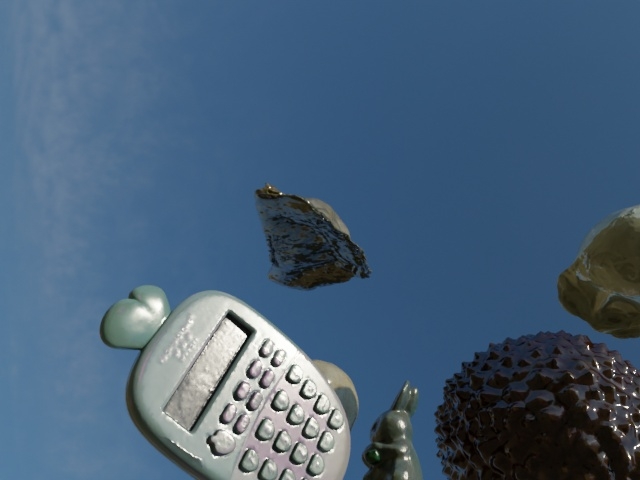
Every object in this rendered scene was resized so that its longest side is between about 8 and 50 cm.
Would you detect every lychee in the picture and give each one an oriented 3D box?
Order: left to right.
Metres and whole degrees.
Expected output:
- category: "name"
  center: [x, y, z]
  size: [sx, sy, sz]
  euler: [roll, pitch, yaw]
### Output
- category: "lychee"
  center: [0.256, 0.222, 0.717]
  size: [0.267, 0.267, 0.268]
  euler: [5, -83, 39]

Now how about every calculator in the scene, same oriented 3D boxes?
- category: "calculator"
  center: [-0.091, 0.156, 0.675]
  size: [0.298, 0.186, 0.041]
  euler: [39, -43, -10]

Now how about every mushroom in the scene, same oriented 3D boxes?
- category: "mushroom"
  center: [-0.015, 0.286, 1.139]
  size: [0.127, 0.166, 0.166]
  euler: [-2, -87, 43]

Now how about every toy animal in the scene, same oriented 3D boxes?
- category: "toy animal"
  center: [0.150, 0.414, 1.344]
  size: [0.125, 0.127, 0.251]
  euler: [0, -128, 15]

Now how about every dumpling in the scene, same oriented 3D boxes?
- category: "dumpling"
  center: [-0.003, -0.004, 0.954]
  size: [0.165, 0.332, 0.086]
  euler: [9, -111, 3]
- category: "dumpling"
  center: [0.496, 0.042, 1.014]
  size: [0.193, 0.147, 0.258]
  euler: [45, -75, 17]
